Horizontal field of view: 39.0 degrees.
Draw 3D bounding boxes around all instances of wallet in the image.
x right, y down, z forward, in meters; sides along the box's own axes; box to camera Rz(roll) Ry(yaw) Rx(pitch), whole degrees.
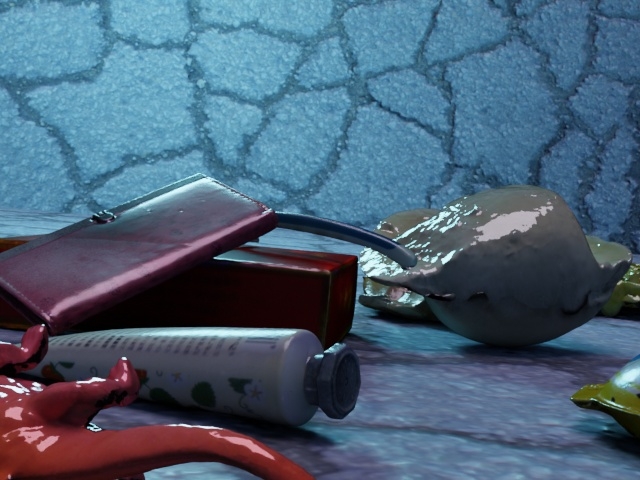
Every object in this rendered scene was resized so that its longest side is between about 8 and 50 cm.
[{"bbox_3d":[-0.157,0.005,0.764,0.232,0.025,0.119,-27,41,-37],"label":"wallet"}]

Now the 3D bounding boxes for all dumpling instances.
[{"bbox_3d":[0.178,0.005,0.963,0.243,0.175,0.227,30,13,-28],"label":"dumpling"}]

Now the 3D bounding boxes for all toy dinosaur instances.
[{"bbox_3d":[-0.134,0.096,0.368,0.286,0.070,0.139,11,17,35],"label":"toy dinosaur"}]

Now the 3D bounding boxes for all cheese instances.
[{"bbox_3d":[0.290,0.108,0.577,0.250,0.064,0.156,4,4,29],"label":"cheese"}]

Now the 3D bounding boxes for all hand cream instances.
[{"bbox_3d":[-0.105,0.083,0.604,0.276,0.059,0.095,1,1,28],"label":"hand cream"}]

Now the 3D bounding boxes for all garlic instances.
[{"bbox_3d":[0.118,0.049,1.104,0.124,0.099,0.174,20,-6,-32],"label":"garlic"}]

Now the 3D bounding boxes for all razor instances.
[{"bbox_3d":[0.000,-0.004,0.844,0.191,0.037,0.068,8,3,25],"label":"razor"}]

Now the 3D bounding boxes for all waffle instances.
[{"bbox_3d":[0.424,0.064,1.384,0.317,0.073,0.297,5,4,2],"label":"waffle"}]

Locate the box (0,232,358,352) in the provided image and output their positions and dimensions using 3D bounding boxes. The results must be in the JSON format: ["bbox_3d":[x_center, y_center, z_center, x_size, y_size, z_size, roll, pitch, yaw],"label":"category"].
[{"bbox_3d":[-0.130,0.045,0.878,0.313,0.089,0.197,5,5,9],"label":"box"}]
